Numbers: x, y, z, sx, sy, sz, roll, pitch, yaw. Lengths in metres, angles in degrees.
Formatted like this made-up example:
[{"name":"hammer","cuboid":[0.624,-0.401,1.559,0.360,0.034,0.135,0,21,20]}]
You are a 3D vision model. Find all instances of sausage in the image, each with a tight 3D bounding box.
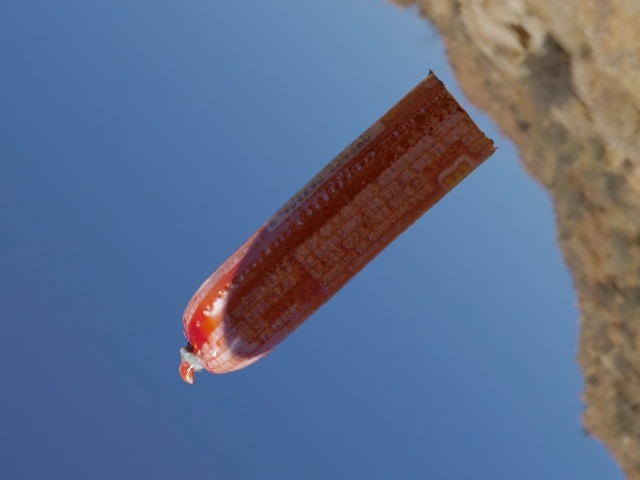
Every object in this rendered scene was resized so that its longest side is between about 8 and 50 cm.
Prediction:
[{"name":"sausage","cuboid":[0.000,0.000,1.130,0.074,0.274,0.074,48,-178,-2]}]
